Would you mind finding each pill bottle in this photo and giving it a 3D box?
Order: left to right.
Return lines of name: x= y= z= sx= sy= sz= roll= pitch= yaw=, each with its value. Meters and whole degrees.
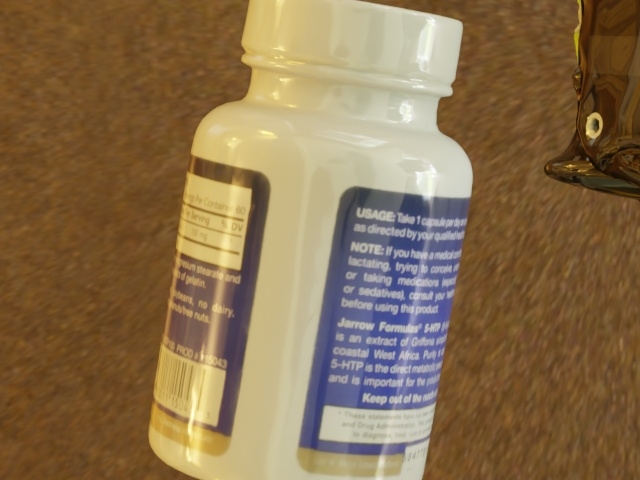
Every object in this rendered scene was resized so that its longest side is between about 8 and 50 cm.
pill bottle: x=0.000 y=0.000 z=0.705 sx=0.112 sy=0.112 sz=0.187 roll=11 pitch=96 yaw=10

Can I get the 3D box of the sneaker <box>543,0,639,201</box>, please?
sneaker: x=0.087 y=-0.056 z=0.458 sx=0.097 sy=0.084 sz=0.235 roll=-35 pitch=61 yaw=22
